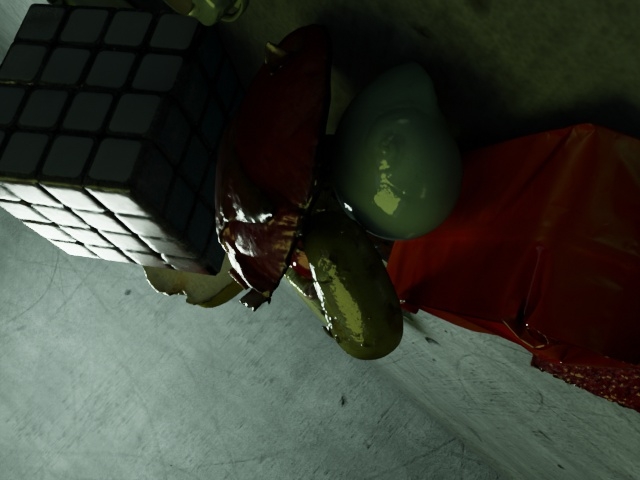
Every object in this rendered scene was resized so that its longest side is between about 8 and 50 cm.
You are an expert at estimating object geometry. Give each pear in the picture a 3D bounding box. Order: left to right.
[{"bbox_3d":[-0.225,-0.052,1.428,0.341,0.386,0.191,16,-179,24],"label":"pear"}]

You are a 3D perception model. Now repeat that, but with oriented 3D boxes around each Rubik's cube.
[{"bbox_3d":[-0.336,-0.166,1.128,0.344,0.336,0.344,8,159,15],"label":"Rubik's cube"}]

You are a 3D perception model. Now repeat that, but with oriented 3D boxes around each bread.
[{"bbox_3d":[0.041,0.144,1.753,0.187,0.155,0.338,41,174,42],"label":"bread"}]

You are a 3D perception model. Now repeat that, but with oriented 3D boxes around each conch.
[{"bbox_3d":[0.076,-0.102,0.708,0.121,0.184,0.221,16,-158,-22],"label":"conch"}]

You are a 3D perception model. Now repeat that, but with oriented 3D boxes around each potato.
[{"bbox_3d":[0.037,0.052,0.704,0.105,0.085,0.188,4,124,53],"label":"potato"}]

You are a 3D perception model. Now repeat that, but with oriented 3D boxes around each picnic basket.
[{"bbox_3d":[0.186,0.165,1.545,0.083,0.083,0.065,49,172,-20],"label":"picnic basket"}]

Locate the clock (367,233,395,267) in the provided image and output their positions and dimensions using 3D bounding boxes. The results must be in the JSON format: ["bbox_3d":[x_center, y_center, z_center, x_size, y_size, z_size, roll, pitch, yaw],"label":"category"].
[{"bbox_3d":[0.124,0.009,1.050,0.231,0.144,0.103,35,142,25],"label":"clock"}]

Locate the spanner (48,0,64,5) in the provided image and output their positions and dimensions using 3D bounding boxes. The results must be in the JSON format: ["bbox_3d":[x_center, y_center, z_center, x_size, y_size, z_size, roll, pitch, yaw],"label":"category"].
[{"bbox_3d":[-0.465,-0.395,1.303,0.087,0.024,0.315,37,168,40],"label":"spanner"}]

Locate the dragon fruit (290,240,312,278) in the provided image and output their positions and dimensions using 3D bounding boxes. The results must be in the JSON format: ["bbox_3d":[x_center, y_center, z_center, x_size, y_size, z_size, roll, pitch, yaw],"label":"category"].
[{"bbox_3d":[0.000,0.000,1.337,0.172,0.172,0.209,40,169,7],"label":"dragon fruit"}]

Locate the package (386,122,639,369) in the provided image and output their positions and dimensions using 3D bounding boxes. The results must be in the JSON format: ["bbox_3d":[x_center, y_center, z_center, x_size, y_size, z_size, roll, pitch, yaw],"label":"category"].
[{"bbox_3d":[0.186,0.007,0.691,0.123,0.195,0.424,23,175,-16],"label":"package"}]

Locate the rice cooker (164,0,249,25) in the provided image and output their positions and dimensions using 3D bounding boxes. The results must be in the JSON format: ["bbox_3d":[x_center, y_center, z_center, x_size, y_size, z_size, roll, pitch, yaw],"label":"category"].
[{"bbox_3d":[-0.148,-0.335,0.700,0.206,0.127,0.145,41,170,-17],"label":"rice cooker"}]

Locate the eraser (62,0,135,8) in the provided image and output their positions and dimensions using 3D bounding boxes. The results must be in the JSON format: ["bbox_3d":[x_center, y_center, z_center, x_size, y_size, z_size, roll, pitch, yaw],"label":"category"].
[{"bbox_3d":[-0.411,-0.417,1.308,0.274,0.092,0.210,40,169,11],"label":"eraser"}]

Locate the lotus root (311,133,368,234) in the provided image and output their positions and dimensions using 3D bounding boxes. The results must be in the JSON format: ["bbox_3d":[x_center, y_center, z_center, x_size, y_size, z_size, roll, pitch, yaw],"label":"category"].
[{"bbox_3d":[0.026,-0.074,0.942,0.160,0.151,0.275,22,-172,-1],"label":"lotus root"}]

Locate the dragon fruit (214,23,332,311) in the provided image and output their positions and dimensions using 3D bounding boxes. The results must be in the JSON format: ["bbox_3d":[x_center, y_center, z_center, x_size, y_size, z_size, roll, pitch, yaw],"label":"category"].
[{"bbox_3d":[-0.058,-0.096,0.735,0.100,0.343,0.282,13,-178,-17],"label":"dragon fruit"}]

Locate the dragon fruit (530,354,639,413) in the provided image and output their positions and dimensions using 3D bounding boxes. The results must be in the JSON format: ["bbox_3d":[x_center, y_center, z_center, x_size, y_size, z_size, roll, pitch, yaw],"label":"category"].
[{"bbox_3d":[0.374,0.108,0.692,0.274,0.126,0.161,22,150,32],"label":"dragon fruit"}]
